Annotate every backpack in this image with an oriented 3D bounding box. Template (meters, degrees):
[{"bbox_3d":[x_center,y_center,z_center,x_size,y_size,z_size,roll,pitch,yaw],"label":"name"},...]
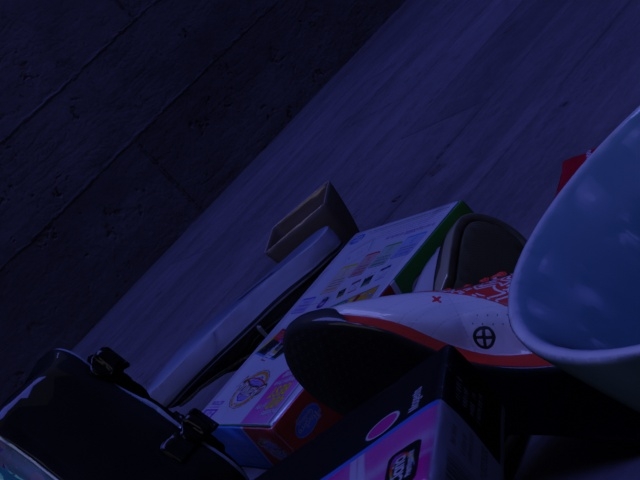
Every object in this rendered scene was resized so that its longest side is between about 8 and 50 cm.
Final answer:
[{"bbox_3d":[-0.176,0.238,0.961,0.191,0.225,0.253,-53,-16,-25],"label":"backpack"}]

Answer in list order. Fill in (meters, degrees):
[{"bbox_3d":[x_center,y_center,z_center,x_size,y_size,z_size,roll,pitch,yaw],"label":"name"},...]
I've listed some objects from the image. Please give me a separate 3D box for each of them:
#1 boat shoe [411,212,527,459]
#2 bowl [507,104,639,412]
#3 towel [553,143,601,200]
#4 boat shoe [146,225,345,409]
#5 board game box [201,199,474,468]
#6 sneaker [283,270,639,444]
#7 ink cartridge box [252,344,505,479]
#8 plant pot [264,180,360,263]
[{"bbox_3d":[0.096,0.109,0.891,0.103,0.113,0.302,-60,-1,43],"label":"boat shoe"},{"bbox_3d":[0.261,0.000,0.552,0.311,0.163,0.311,-41,13,11],"label":"bowl"},{"bbox_3d":[0.308,-0.078,0.995,0.275,0.031,0.199,-34,16,37],"label":"towel"},{"bbox_3d":[-0.071,0.115,1.387,0.306,0.105,0.113,-41,6,-24],"label":"boat shoe"},{"bbox_3d":[0.019,0.103,1.223,0.316,0.064,0.242,-48,13,-23],"label":"board game box"},{"bbox_3d":[0.121,0.059,0.777,0.270,0.090,0.145,2,31,24],"label":"sneaker"},{"bbox_3d":[-0.060,0.209,0.636,0.371,0.069,0.176,-39,6,16],"label":"ink cartridge box"},{"bbox_3d":[0.000,0.000,1.566,0.109,0.096,0.109,-40,13,16],"label":"plant pot"}]
